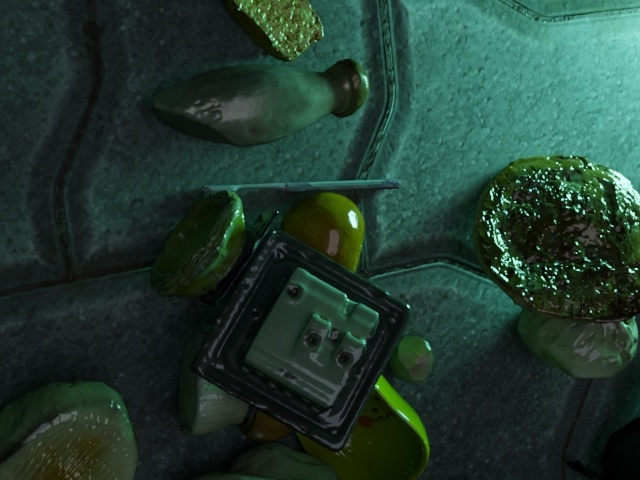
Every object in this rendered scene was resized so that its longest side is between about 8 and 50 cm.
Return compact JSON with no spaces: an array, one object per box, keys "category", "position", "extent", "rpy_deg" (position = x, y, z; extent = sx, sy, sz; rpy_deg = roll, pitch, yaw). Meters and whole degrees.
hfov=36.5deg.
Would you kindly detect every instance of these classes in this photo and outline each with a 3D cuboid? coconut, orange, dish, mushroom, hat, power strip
[{"category":"coconut","position":[0.160,0.209,1.701],"extent":[0.082,0.081,0.083],"rpy_deg":[-37,76,-6]},{"category":"orange","position":[0.000,0.000,1.559],"extent":[0.136,0.159,0.159],"rpy_deg":[9,94,7]},{"category":"dish","position":[0.066,0.290,1.631],"extent":[0.262,0.221,0.108],"rpy_deg":[55,33,-13]},{"category":"mushroom","position":[-0.085,-0.215,1.498],"extent":[0.350,0.128,0.128],"rpy_deg":[-14,103,-26]},{"category":"hat","position":[0.628,0.422,1.931],"extent":[0.238,0.209,0.336],"rpy_deg":[21,69,-47]},{"category":"power strip","position":[-0.021,0.142,1.417],"extent":[0.257,0.092,0.251],"rpy_deg":[30,80,-3]}]

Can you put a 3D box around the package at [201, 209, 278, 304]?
[{"category":"package","position":[-0.124,0.027,1.487],"extent":[0.027,0.173,0.171],"rpy_deg":[36,81,-8]}]

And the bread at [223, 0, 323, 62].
[{"category":"bread","position":[-0.081,-0.366,1.513],"extent":[0.187,0.065,0.103],"rpy_deg":[43,80,-25]}]

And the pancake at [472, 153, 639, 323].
[{"category":"pancake","position":[0.441,-0.008,1.722],"extent":[0.356,0.065,0.356],"rpy_deg":[2,68,-5]}]

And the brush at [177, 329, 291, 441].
[{"category":"brush","position":[-0.122,0.179,1.518],"extent":[0.166,0.174,0.267],"rpy_deg":[10,85,-17]}]

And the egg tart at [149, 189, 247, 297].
[{"category":"egg tart","position":[-0.172,0.013,1.451],"extent":[0.078,0.197,0.197],"rpy_deg":[38,80,-23]}]

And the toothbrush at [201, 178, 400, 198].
[{"category":"toothbrush","position":[-0.027,-0.082,1.599],"extent":[0.354,0.024,0.029],"rpy_deg":[-4,104,-25]}]

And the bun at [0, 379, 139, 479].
[{"category":"bun","position":[-0.383,0.297,1.411],"extent":[0.244,0.153,0.244],"rpy_deg":[-15,124,-23]}]

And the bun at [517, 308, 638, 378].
[{"category":"bun","position":[0.482,0.143,1.766],"extent":[0.231,0.231,0.133],"rpy_deg":[-13,137,-24]}]

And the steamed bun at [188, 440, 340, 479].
[{"category":"steamed bun","position":[-0.085,0.512,1.530],"extent":[0.352,0.247,0.339],"rpy_deg":[-10,100,-20]}]
